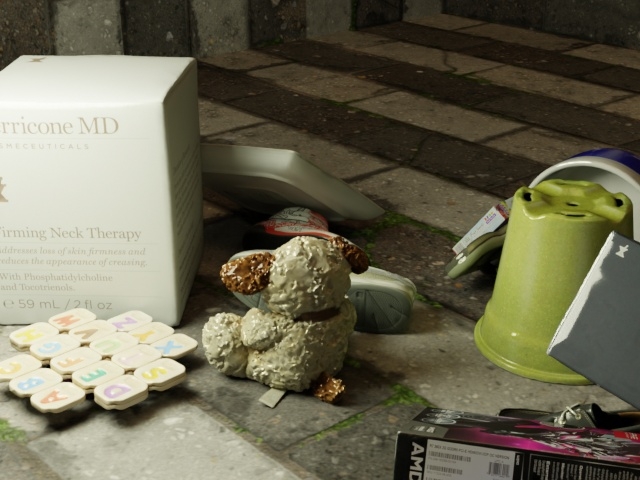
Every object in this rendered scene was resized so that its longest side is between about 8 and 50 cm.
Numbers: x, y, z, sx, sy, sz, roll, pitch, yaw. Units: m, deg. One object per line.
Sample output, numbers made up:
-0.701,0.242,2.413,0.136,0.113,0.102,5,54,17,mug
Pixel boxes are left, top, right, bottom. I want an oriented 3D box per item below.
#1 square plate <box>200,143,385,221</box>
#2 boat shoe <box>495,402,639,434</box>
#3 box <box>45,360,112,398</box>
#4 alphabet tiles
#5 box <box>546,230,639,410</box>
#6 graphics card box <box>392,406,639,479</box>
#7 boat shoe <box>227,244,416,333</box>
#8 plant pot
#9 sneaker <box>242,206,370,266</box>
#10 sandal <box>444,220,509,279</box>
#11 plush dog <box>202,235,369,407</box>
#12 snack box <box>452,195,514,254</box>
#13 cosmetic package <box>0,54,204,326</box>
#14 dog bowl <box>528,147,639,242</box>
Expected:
-0.099,-0.106,2.075,0.344,0.049,0.347,6,-14,35,square plate
0.348,0.248,1.423,0.233,0.079,0.084,5,25,17,boat shoe
-0.354,0.190,1.622,0.116,0.029,0.162,1,22,3,box
-0.339,0.173,1.599,0.284,0.021,0.278,22,32,40,alphabet tiles
0.512,0.165,1.285,0.343,0.178,0.313,32,6,42,box
0.283,0.273,1.243,0.371,0.094,0.233,4,0,15,graphics card box
0.001,0.076,1.786,0.321,0.118,0.103,8,23,10,boat shoe
0.385,0.049,1.669,0.276,0.253,0.276,-1,23,0,plant pot
-0.001,-0.001,1.999,0.270,0.090,0.145,10,27,29,sneaker
0.341,0.027,1.940,0.303,0.120,0.086,-23,66,-42,sandal
-0.029,0.102,1.576,0.263,0.225,0.211,-11,25,-26,plush dog
0.324,-0.025,2.002,0.100,0.141,0.037,-26,72,-44,snack box
-0.389,-0.096,1.835,0.330,0.393,0.327,0,23,3,cosmetic package
0.481,-0.022,1.824,0.265,0.264,0.104,16,26,34,dog bowl
